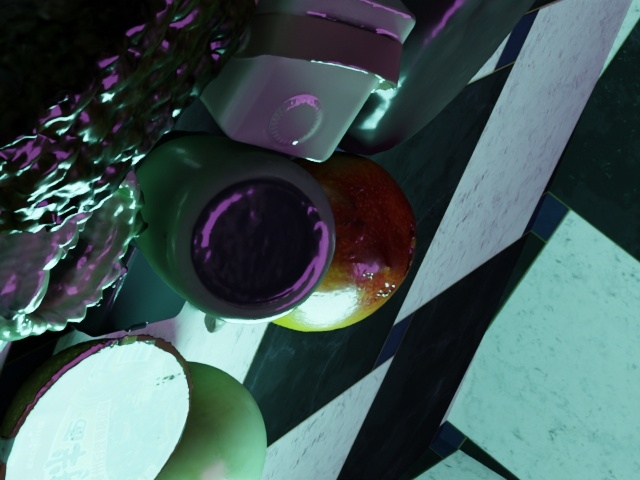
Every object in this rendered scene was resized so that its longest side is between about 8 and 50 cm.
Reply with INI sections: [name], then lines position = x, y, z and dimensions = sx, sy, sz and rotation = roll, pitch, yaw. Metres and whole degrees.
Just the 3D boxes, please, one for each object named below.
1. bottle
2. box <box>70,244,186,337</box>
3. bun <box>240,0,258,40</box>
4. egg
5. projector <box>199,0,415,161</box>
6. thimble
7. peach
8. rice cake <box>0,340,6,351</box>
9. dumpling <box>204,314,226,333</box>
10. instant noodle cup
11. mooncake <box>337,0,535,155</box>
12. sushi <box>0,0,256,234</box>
[bottle]
position = -0.115, -0.028, 1.893
dimensions = 0.168, 0.168, 0.347
rotation = -58, -158, -2
[box]
position = -0.196, 0.026, 2.167
dimensions = 0.160, 0.050, 0.230
rotation = -63, 164, 13
[bun]
position = -0.144, -0.235, 1.700
dimensions = 0.193, 0.128, 0.178
rotation = -21, -117, 52
[egg]
position = -0.173, 0.254, 2.355
dimensions = 0.218, 0.218, 0.295
rotation = -64, 174, 17
[projector]
position = -0.038, -0.202, 1.789
dimensions = 0.163, 0.242, 0.177
rotation = 11, 120, -41
[thimble]
position = -0.266, -0.016, 1.713
dimensions = 0.219, 0.150, 0.219
rotation = -52, 163, -23
[peach]
position = 0.000, 0.000, 2.239
dimensions = 0.231, 0.231, 0.231
rotation = -51, 162, -24
[rice cake]
position = -0.378, 0.150, 1.868
dimensions = 0.237, 0.043, 0.127
rotation = -57, 163, -2
[dumpling]
position = -0.065, 0.028, 2.425
dimensions = 0.250, 0.132, 0.162
rotation = -46, 175, 13
[instant noodle cup]
position = -0.274, 0.202, 2.122
dimensions = 0.274, 0.091, 0.274
rotation = -29, 137, -31
[mooncake]
position = 0.095, -0.271, 2.202
dimensions = 0.350, 0.212, 0.381
rotation = -56, 167, 9
[sushi]
position = -0.215, -0.186, 1.309
dimensions = 0.352, 0.294, 0.178
rotation = -50, 164, -21
